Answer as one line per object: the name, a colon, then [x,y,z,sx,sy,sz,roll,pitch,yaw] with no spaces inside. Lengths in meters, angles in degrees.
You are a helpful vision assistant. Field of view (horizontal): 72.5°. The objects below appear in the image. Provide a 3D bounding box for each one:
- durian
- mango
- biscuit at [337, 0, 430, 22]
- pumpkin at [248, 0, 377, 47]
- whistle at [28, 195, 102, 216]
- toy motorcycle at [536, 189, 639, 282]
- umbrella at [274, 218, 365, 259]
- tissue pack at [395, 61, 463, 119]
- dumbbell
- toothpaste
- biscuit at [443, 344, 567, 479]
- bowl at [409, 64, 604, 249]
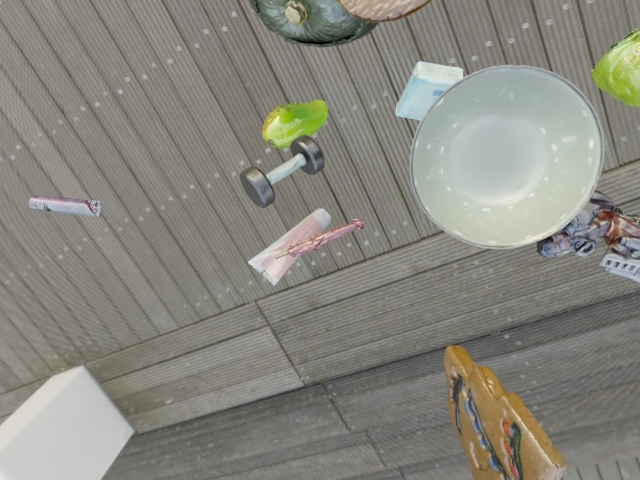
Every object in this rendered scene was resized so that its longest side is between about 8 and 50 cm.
durian: [0.955,-0.495,1.229,0.205,0.339,0.255,-4,140,-20]
mango: [-0.076,-0.355,1.302,0.233,0.111,0.125,-39,97,-22]
biscuit: [0.079,-0.356,0.507,0.188,0.027,0.187,13,115,29]
pumpkin: [-0.009,-0.592,0.989,0.328,0.257,0.291,7,154,32]
whistle: [-0.515,-0.070,0.884,0.177,0.033,0.033,6,114,17]
toy motorcycle: [0.610,-0.003,0.926,0.401,0.207,0.134,29,147,27]
umbrella: [0.000,0.000,0.743,0.165,0.027,0.025,-22,95,-1]
tissue pack: [0.409,-0.564,1.672,0.177,0.263,0.089,9,75,-3]
dumbbell: [-0.089,-0.166,1.041,0.191,0.100,0.100,-36,107,-19]
toothpaste: [-0.051,0.006,0.860,0.067,0.194,0.042,40,147,10]
biscuit: [0.282,0.313,0.717,0.043,0.301,0.277,-12,80,-10]
bowl: [0.350,-0.162,0.870,0.338,0.157,0.336,3,103,11]
